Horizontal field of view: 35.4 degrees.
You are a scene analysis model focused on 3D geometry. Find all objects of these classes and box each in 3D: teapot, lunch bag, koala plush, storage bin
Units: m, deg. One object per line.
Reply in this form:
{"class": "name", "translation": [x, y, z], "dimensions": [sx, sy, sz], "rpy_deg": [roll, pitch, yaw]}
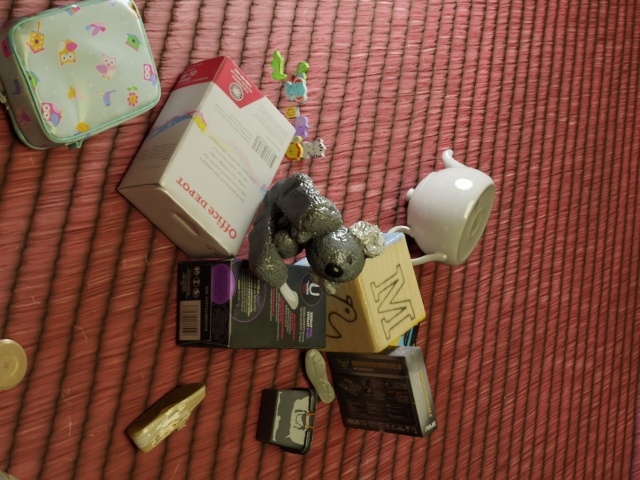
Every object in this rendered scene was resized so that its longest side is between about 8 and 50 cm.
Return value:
{"class": "teapot", "translation": [0.284, -0.069, 2.373], "dimensions": [0.256, 0.187, 0.253], "rpy_deg": [-18, 129, -64]}
{"class": "lunch bag", "translation": [-0.406, -0.275, 1.662], "dimensions": [0.279, 0.107, 0.224], "rpy_deg": [-32, 114, -44]}
{"class": "koala plush", "translation": [0.000, 0.000, 1.845], "dimensions": [0.221, 0.196, 0.203], "rpy_deg": [33, 24, -28]}
{"class": "storage bin", "translation": [-0.068, 0.357, 2.012], "dimensions": [0.091, 0.098, 0.135], "rpy_deg": [16, 76, -36]}

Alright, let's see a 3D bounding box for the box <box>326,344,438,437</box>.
{"class": "box", "translation": [0.129, 0.314, 2.126], "dimensions": [0.056, 0.231, 0.183], "rpy_deg": [-23, 103, -43]}

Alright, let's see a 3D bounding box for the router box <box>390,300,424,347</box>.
{"class": "router box", "translation": [0.171, 0.205, 2.318], "dimensions": [0.133, 0.046, 0.179], "rpy_deg": [28, 67, -43]}

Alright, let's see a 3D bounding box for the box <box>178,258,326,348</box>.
{"class": "box", "translation": [-0.126, 0.125, 1.918], "dimensions": [0.270, 0.143, 0.165], "rpy_deg": [8, 81, -48]}

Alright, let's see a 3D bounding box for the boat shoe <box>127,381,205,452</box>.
{"class": "boat shoe", "translation": [-0.271, 0.319, 1.809], "dimensions": [0.170, 0.063, 0.059], "rpy_deg": [-34, 115, -34]}

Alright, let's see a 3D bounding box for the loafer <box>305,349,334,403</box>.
{"class": "loafer", "translation": [-0.007, 0.285, 2.126], "dimensions": [0.045, 0.039, 0.125], "rpy_deg": [-23, 103, -13]}

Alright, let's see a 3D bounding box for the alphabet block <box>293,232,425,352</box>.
{"class": "alphabet block", "translation": [0.080, 0.109, 2.119], "dimensions": [0.193, 0.192, 0.197], "rpy_deg": [-29, 107, -43]}

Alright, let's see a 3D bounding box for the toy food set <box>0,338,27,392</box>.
{"class": "toy food set", "translation": [-0.502, 0.198, 1.584], "dimensions": [0.083, 0.020, 0.083], "rpy_deg": [-17, 100, -48]}

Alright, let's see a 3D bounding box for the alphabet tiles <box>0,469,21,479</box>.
{"class": "alphabet tiles", "translation": [-0.403, 0.461, 1.509], "dimensions": [0.011, 0.285, 0.342], "rpy_deg": [-47, 127, 0]}

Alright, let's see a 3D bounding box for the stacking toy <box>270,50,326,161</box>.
{"class": "stacking toy", "translation": [-0.045, -0.270, 2.060], "dimensions": [0.167, 0.052, 0.221], "rpy_deg": [-10, 94, -73]}

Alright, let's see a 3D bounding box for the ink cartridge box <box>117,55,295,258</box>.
{"class": "ink cartridge box", "translation": [-0.205, -0.152, 1.861], "dimensions": [0.226, 0.131, 0.306], "rpy_deg": [47, 56, -36]}
